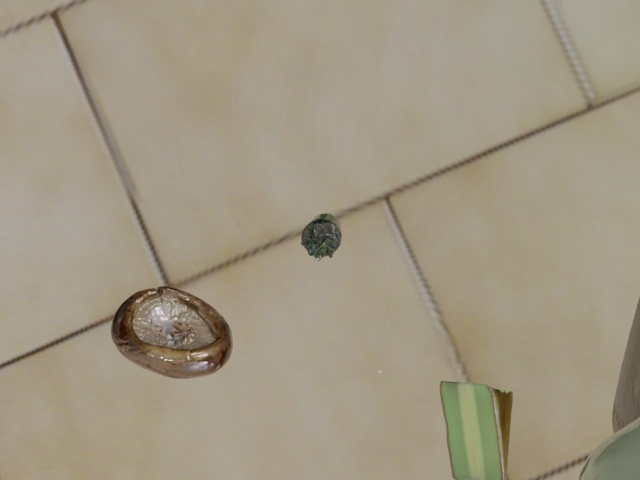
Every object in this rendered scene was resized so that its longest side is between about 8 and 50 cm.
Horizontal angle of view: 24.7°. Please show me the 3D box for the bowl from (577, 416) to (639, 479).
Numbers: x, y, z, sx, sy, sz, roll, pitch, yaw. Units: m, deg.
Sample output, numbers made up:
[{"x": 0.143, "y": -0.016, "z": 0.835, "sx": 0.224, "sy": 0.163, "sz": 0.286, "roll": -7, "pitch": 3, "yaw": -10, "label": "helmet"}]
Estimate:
[{"x": 0.304, "y": 0.291, "z": 1.241, "sx": 0.163, "sy": 0.307, "sz": 0.307, "roll": -17, "pitch": 84, "yaw": 7, "label": "bowl"}]

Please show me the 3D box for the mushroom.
[{"x": -0.148, "y": 0.096, "z": 1.456, "sx": 0.123, "sy": 0.123, "sz": 0.052, "roll": 19, "pitch": 122, "yaw": 4, "label": "mushroom"}]

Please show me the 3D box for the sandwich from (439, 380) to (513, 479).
[{"x": 0.179, "y": 0.229, "z": 1.729, "sx": 0.074, "sy": 0.074, "sz": 0.116, "roll": 2, "pitch": 81, "yaw": 27, "label": "sandwich"}]

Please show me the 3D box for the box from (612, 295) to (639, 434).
[{"x": 0.440, "y": 0.190, "z": 1.799, "sx": 0.073, "sy": 0.289, "sz": 0.290, "roll": 6, "pitch": 114, "yaw": -6, "label": "box"}]

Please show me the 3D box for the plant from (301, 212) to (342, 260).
[{"x": 0.000, "y": 0.000, "z": 1.791, "sx": 0.051, "sy": 0.102, "sz": 0.051, "roll": 2, "pitch": 108, "yaw": 6, "label": "plant"}]
